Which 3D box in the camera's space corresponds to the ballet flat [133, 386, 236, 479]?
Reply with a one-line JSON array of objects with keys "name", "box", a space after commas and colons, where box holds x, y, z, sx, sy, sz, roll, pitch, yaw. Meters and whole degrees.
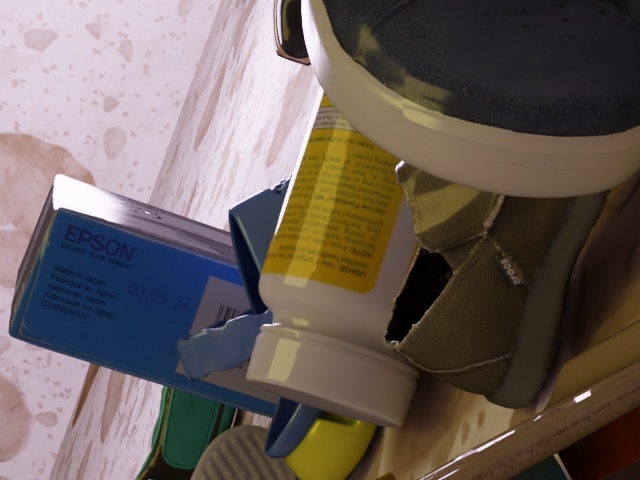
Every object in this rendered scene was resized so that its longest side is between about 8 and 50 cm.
[{"name": "ballet flat", "box": [-0.130, 0.224, 1.464, 0.087, 0.083, 0.247, 51, -125, -75]}]

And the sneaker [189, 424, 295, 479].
[{"name": "sneaker", "box": [-0.098, 0.286, 1.163, 0.282, 0.102, 0.161, -65, 5, -25]}]

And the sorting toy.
[{"name": "sorting toy", "box": [0.051, 0.107, 0.636, 0.229, 0.041, 0.307, -29, -8, -26]}]

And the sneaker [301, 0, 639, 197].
[{"name": "sneaker", "box": [0.065, -0.166, 0.570, 0.350, 0.131, 0.148, -92, 10, -48]}]

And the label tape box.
[{"name": "label tape box", "box": [-0.120, 0.034, 1.277, 0.334, 0.241, 0.106, -139, 69, -77]}]

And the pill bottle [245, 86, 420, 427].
[{"name": "pill bottle", "box": [0.032, -0.001, 0.943, 0.119, 0.119, 0.208, 158, 130, -74]}]

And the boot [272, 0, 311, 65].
[{"name": "boot", "box": [0.003, -0.287, 1.571, 0.137, 0.077, 0.197, 111, 175, -77]}]

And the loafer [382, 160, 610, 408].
[{"name": "loafer", "box": [0.080, -0.025, 0.721, 0.094, 0.087, 0.251, -87, 5, -57]}]

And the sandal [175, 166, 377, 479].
[{"name": "sandal", "box": [0.000, 0.000, 1.053, 0.126, 0.138, 0.317, 141, 148, -72]}]
